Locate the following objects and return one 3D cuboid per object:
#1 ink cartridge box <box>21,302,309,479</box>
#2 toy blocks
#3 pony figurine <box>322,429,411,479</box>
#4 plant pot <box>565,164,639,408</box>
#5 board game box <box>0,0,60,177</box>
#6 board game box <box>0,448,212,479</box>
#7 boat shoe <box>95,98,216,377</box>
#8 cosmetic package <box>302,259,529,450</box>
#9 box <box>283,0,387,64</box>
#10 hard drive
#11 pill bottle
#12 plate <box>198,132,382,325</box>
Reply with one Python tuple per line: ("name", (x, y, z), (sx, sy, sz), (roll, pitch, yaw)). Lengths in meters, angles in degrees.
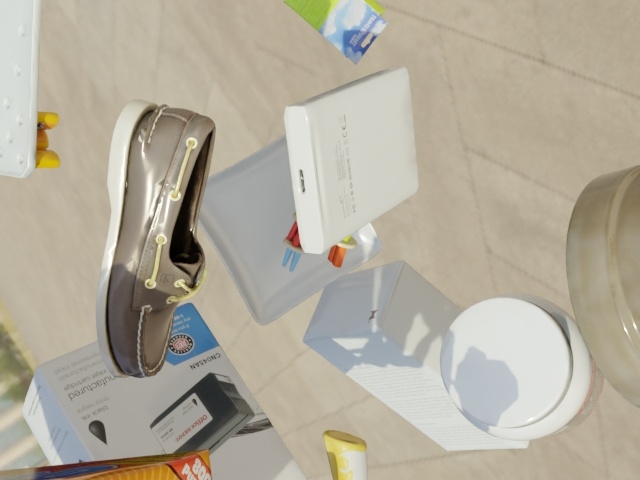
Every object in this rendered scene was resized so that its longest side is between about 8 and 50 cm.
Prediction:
("ink cartridge box", (-0.229, 0.332, 1.493), (0.395, 0.285, 0.166), (54, 141, 17))
("toy blocks", (0.000, 0.000, 1.628), (0.123, 0.054, 0.148), (29, 114, 19))
("pony figurine", (0.091, 0.430, 1.041), (0.350, 0.364, 0.303), (15, -175, 21))
("plant pot", (0.508, 0.032, 1.182), (0.280, 0.323, 0.323), (-22, 102, 46))
("board game box", (-0.430, -0.285, 1.160), (0.389, 0.050, 0.390), (10, 99, 41))
("board game box", (-0.317, 0.399, 0.845), (0.356, 0.356, 0.357), (-12, 82, 29))
("boat shoe", (-0.176, 0.012, 1.071), (0.096, 0.116, 0.325), (12, 108, 12))
("cosmetic package", (0.213, 0.244, 1.948), (0.453, 0.162, 0.230), (40, 147, -27))
("box", (0.032, -0.416, 1.754), (0.178, 0.042, 0.109), (41, 126, 2))
("hard drive", (0.054, -0.126, 1.411), (0.040, 0.307, 0.203), (3, 110, 30))
("pill bottle", (0.299, 0.188, 1.435), (0.210, 0.210, 0.363), (50, -171, 20))
("plate", (-0.065, -0.032, 1.745), (0.278, 0.277, 0.045), (61, 164, -9))
